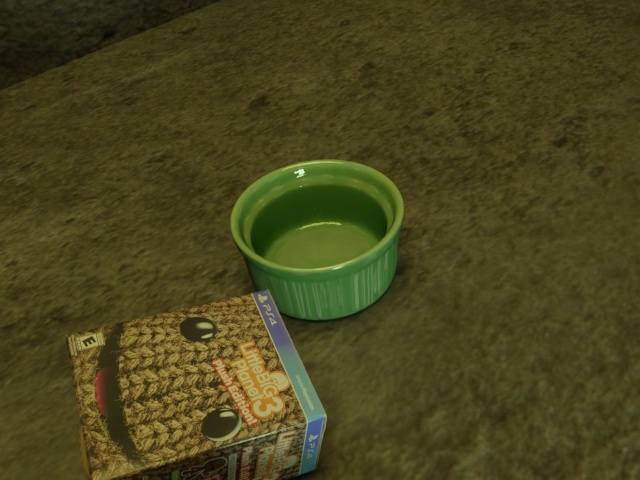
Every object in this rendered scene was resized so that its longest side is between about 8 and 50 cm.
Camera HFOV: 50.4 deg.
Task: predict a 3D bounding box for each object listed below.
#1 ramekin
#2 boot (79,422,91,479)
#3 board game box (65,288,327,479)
[{"bbox_3d":[0.000,0.000,1.227,0.304,0.148,0.303,-4,42,4],"label":"ramekin"},{"bbox_3d":[-0.243,0.244,1.035,0.207,0.090,0.248,-8,38,4],"label":"boot"},{"bbox_3d":[-0.173,0.223,0.928,0.291,0.141,0.232,-12,47,-21],"label":"board game box"}]
